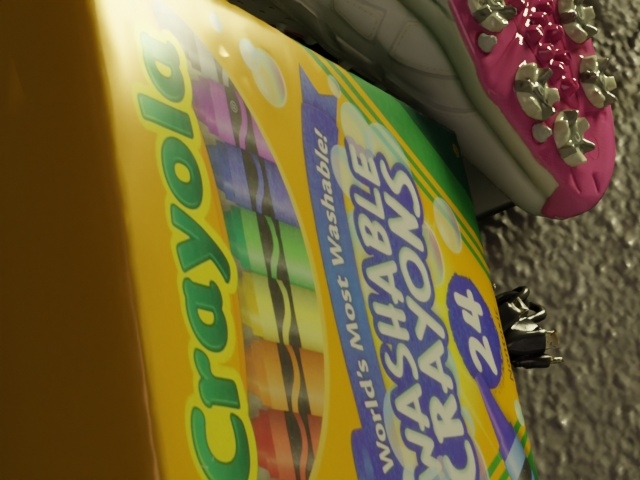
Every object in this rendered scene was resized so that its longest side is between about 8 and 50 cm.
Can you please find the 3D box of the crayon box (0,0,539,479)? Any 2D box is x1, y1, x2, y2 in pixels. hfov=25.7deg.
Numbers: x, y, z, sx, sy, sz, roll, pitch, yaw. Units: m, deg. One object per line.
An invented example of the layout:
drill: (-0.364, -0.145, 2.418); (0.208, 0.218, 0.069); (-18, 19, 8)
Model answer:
crayon box: (-0.032, 0.028, 0.480); (0.323, 0.083, 0.203); (19, 55, -57)

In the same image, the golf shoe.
golf shoe: (0.023, -0.130, 0.667); (0.306, 0.140, 0.115); (54, 42, -11)

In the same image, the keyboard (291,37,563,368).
keyboard: (0.000, 0.000, 0.673); (0.317, 0.033, 0.202); (-20, 77, -27)
